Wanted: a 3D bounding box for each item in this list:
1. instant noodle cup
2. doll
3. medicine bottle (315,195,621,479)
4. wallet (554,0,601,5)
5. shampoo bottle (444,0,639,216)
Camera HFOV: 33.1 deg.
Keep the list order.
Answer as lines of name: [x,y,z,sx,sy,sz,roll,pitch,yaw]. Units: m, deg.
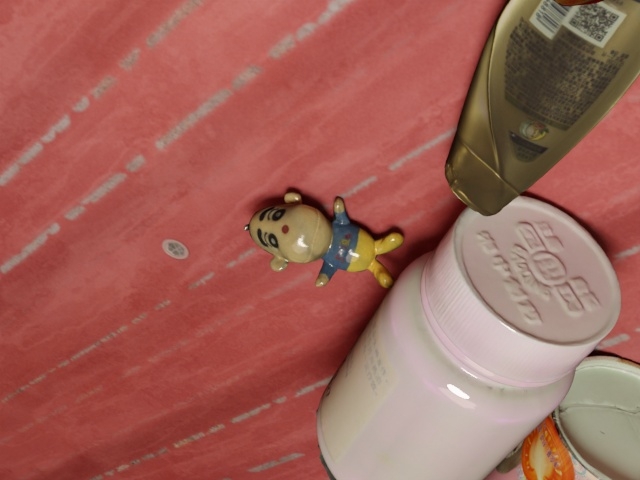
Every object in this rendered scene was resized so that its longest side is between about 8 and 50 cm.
instant noodle cup: [0.315,0.278,1.244,0.242,0.243,0.231,21,134,2]
doll: [0.000,0.000,1.191,0.179,0.102,0.089,11,178,13]
medicine bottle: [0.146,0.137,1.166,0.213,0.214,0.379,25,138,-3]
wallet: [0.171,-0.293,0.752,0.137,0.031,0.255,-12,105,41]
shampoo bottle: [0.202,-0.152,0.924,0.125,0.084,0.350,31,141,3]
